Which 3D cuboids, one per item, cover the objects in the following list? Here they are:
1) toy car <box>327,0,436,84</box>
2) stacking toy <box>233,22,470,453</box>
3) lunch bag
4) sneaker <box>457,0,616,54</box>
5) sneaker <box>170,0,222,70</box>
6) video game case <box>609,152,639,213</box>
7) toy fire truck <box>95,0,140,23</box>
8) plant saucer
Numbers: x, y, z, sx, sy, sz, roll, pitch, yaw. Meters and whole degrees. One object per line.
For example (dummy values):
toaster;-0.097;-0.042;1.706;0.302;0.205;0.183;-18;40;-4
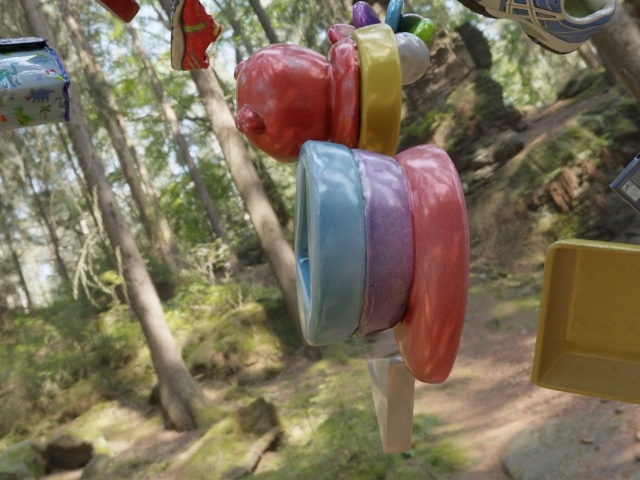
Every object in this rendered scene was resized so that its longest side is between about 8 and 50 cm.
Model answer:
toy car;0.082;-0.293;0.972;0.182;0.136;0.159;-30;21;32
stacking toy;0.000;0.000;0.516;0.130;0.309;0.279;-2;-51;-7
lunch bag;-0.439;-0.236;0.906;0.129;0.151;0.096;-15;-34;-32
sneaker;0.225;-0.281;0.698;0.211;0.080;0.081;18;-10;-16
sneaker;-0.287;-0.514;1.485;0.118;0.107;0.279;-1;-34;-16
video game case;0.737;-0.155;1.268;0.274;0.196;0.026;-51;17;12
toy fire truck;-0.371;-0.505;1.037;0.254;0.302;0.169;38;-87;-28
plant saucer;0.522;0.126;1.017;0.333;0.081;0.332;7;-49;19
